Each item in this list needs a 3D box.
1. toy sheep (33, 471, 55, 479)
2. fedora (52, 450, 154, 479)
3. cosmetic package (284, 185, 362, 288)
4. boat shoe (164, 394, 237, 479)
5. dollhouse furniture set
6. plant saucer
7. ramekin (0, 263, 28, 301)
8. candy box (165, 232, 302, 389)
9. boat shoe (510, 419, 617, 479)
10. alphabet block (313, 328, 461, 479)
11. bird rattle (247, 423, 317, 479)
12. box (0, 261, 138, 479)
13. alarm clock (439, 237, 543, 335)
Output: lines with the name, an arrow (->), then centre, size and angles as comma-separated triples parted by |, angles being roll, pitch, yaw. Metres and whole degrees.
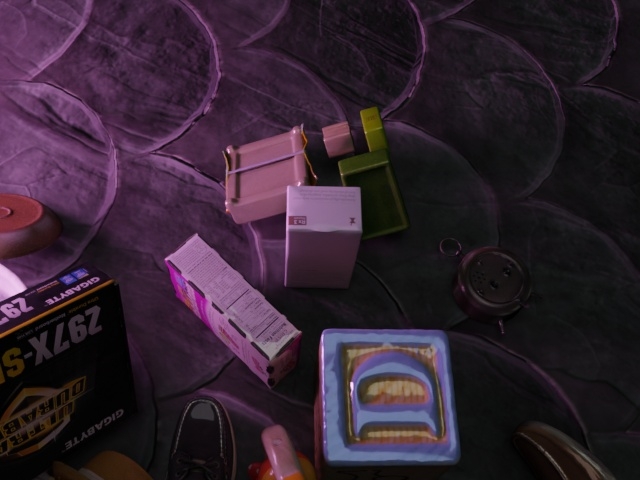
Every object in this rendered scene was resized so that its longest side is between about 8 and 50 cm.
toy sheep -> -0.428, 0.370, 1.061 | 0.091, 0.091, 0.132 | 13, 50, 2
fedora -> -0.284, 0.355, 1.034 | 0.194, 0.194, 0.079 | 34, 54, 12
cosmetic package -> 0.000, 0.000, 1.194 | 0.117, 0.231, 0.086 | 2, 63, -4
boat shoe -> -0.179, 0.362, 1.077 | 0.102, 0.092, 0.285 | 6, 64, -2
dollhouse furniture set -> -0.012, -0.097, 1.330 | 0.301, 0.151, 0.198 | -15, 39, 7
plant saucer -> -0.531, -0.032, 1.221 | 0.198, 0.036, 0.199 | 6, 28, -3
ramekin -> -0.553, 0.173, 1.121 | 0.277, 0.135, 0.277 | 2, 63, -4
candy box -> -0.135, 0.114, 1.168 | 0.233, 0.159, 0.071 | 43, 69, 15
boat shoe -> 0.392, 0.411, 1.084 | 0.116, 0.123, 0.324 | -34, 69, -17
alphabet block -> 0.088, 0.252, 1.095 | 0.192, 0.197, 0.194 | 2, 64, -4
bird rattle -> -0.034, 0.342, 1.006 | 0.143, 0.207, 0.253 | -10, 29, -5
box -> -0.409, 0.207, 0.993 | 0.079, 0.257, 0.322 | 26, 39, 35
alarm clock -> 0.283, 0.062, 1.283 | 0.129, 0.064, 0.192 | -40, 70, -21
